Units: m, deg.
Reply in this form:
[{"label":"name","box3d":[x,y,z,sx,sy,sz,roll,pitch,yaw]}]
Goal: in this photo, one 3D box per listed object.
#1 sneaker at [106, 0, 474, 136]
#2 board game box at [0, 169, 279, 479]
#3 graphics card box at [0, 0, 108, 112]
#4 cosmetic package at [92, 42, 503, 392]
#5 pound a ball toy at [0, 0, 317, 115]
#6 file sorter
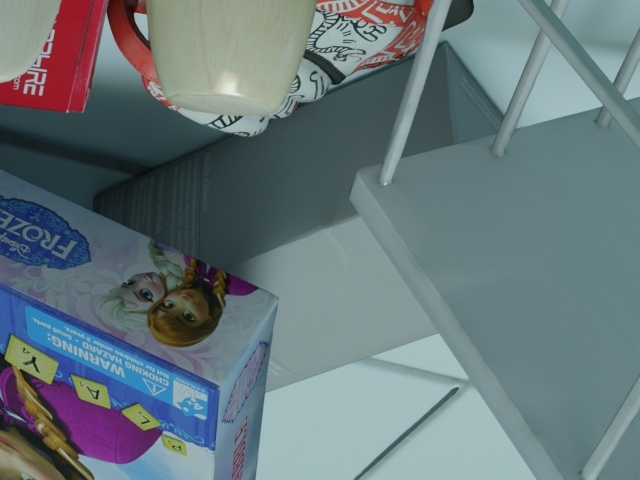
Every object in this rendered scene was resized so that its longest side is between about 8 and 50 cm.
[{"label":"sneaker","box3d":[-0.033,-0.124,0.641,0.145,0.090,0.270,-29,159,9]},{"label":"board game box","box3d":[-0.186,0.076,0.876,0.319,0.066,0.318,24,145,12]},{"label":"graphics card box","box3d":[-0.256,-0.172,0.584,0.371,0.094,0.233,5,144,-14]},{"label":"cosmetic package","box3d":[0.000,0.000,0.874,0.238,0.107,0.127,-22,138,20]},{"label":"pound a ball toy","box3d":[-0.169,-0.135,0.427,0.319,0.135,0.208,19,168,-26]},{"label":"file sorter","box3d":[0.193,-0.039,0.684,0.278,0.193,0.173,-15,146,-26]}]
